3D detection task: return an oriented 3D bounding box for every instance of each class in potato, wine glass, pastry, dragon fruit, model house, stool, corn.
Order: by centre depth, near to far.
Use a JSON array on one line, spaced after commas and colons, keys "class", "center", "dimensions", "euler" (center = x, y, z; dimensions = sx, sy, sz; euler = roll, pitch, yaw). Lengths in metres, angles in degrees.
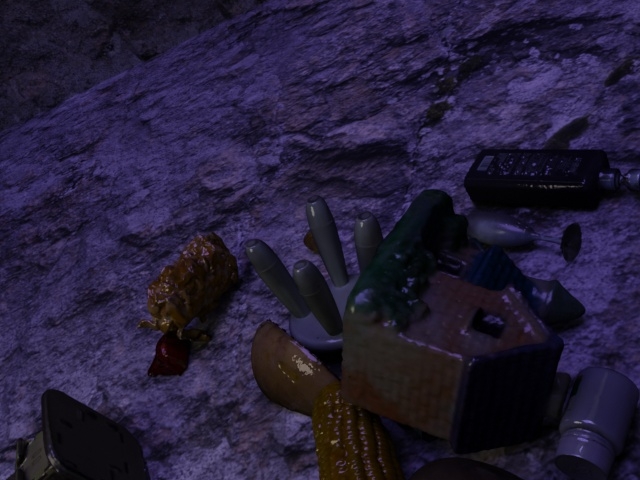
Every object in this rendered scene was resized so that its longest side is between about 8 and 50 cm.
[{"class": "corn", "center": [0.055, 0.329, 1.068], "dimensions": [0.120, 0.120, 0.363], "euler": [-29, 34, 6]}, {"class": "model house", "center": [0.216, 0.115, 1.085], "dimensions": [0.280, 0.245, 0.312], "euler": [18, 42, 21]}, {"class": "potato", "center": [-0.064, 0.215, 1.311], "dimensions": [0.100, 0.120, 0.261], "euler": [-47, 36, -10]}, {"class": "wine glass", "center": [0.332, -0.014, 1.316], "dimensions": [0.198, 0.066, 0.066], "euler": [15, 56, 47]}, {"class": "model house", "center": [-0.457, 0.429, 1.318], "dimensions": [0.278, 0.218, 0.205], "euler": [-44, 33, 7]}, {"class": "stool", "center": [0.013, 0.058, 1.343], "dimensions": [0.195, 0.199, 0.195], "euler": [-36, 35, -24]}, {"class": "dragon fruit", "center": [-0.301, 0.201, 1.558], "dimensions": [0.097, 0.063, 0.131], "euler": [-13, 39, 27]}, {"class": "pastry", "center": [-0.256, 0.103, 1.568], "dimensions": [0.102, 0.154, 0.250], "euler": [3, 36, 27]}, {"class": "potato", "center": [0.000, 0.000, 1.586], "dimensions": [0.083, 0.040, 0.051], "euler": [14, 65, 49]}]

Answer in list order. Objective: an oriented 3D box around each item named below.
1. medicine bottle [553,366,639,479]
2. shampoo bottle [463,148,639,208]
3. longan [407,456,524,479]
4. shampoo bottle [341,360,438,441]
[{"class": "medicine bottle", "center": [0.343, 0.231, 0.989], "dimensions": [0.080, 0.080, 0.130], "euler": [3, 48, 41]}, {"class": "shampoo bottle", "center": [0.405, -0.110, 1.368], "dimensions": [0.309, 0.071, 0.098], "euler": [6, 49, 43]}, {"class": "longan", "center": [0.178, 0.334, 0.910], "dimensions": [0.167, 0.187, 0.167], "euler": [-51, -4, -5]}, {"class": "shampoo bottle", "center": [0.112, 0.227, 1.193], "dimensions": [0.072, 0.072, 0.214], "euler": [-39, 35, -9]}]
